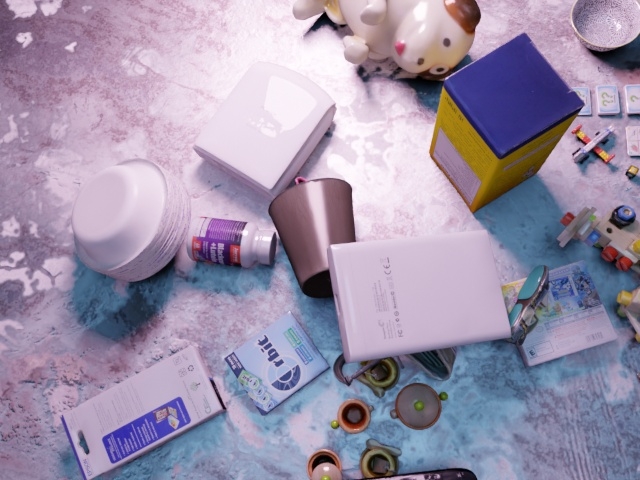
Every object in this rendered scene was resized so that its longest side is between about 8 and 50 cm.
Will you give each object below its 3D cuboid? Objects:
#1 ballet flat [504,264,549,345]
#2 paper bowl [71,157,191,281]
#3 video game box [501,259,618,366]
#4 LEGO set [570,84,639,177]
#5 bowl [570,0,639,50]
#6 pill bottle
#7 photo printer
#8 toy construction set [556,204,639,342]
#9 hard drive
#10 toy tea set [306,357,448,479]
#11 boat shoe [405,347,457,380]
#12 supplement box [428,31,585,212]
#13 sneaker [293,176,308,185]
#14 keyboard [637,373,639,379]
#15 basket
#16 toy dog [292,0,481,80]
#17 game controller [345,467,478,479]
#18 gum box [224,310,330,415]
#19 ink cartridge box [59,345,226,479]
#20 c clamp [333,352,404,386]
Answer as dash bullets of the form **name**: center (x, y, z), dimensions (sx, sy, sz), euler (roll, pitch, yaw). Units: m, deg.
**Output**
- **ballet flat**: center (0.453, 0.144, 1.317), dimensions (0.070, 0.070, 0.188), euler (32, 81, 12)
- **paper bowl**: center (-0.453, -0.058, 1.403), dimensions (0.285, 0.148, 0.284), euler (-11, 65, 25)
- **video game box**: center (0.519, 0.162, 1.354), dimensions (0.205, 0.048, 0.186), euler (-17, 76, 0)
- **LEGO set**: center (0.694, -0.268, 1.454), dimensions (0.183, 0.060, 0.244), euler (1, 75, 9)
- **bowl**: center (0.697, -0.531, 1.513), dimensions (0.170, 0.080, 0.169), euler (-1, 74, 4)
- **pill bottle**: center (-0.205, 0.006, 1.428), dimensions (0.194, 0.108, 0.108), euler (7, 75, 7)
- **photo printer**: center (-0.126, -0.283, 1.502), dimensions (0.256, 0.107, 0.307), euler (32, 80, 13)
- **toy construction set**: center (0.655, 0.044, 1.323), dimensions (0.215, 0.151, 0.327), euler (-44, 88, -16)
- **hard drive**: center (0.201, 0.107, 1.240), dimensions (0.354, 0.047, 0.232), euler (-6, 77, -17)
- **toy tea set**: center (0.111, 0.400, 1.283), dimensions (0.200, 0.124, 0.336), euler (31, 79, 12)
- **boat shoe**: center (0.183, 0.178, 1.286), dimensions (0.302, 0.094, 0.109), euler (40, 116, -14)
- **supplement box**: center (0.379, -0.235, 1.315), dimensions (0.195, 0.356, 0.194), euler (-31, 75, -4)
- **sneaker**: center (-0.018, -0.114, 1.473), dimensions (0.119, 0.057, 0.047), euler (36, 78, 12)
- **keyboard**: center (0.792, 0.363, 1.283), dimensions (0.202, 0.033, 0.316), euler (-5, 73, 4)
- **basket**: center (0.000, 0.000, 1.358), dimensions (0.205, 0.154, 0.226), euler (-20, 57, 9)
- **toy dog**: center (0.188, -0.562, 1.497), dimensions (0.396, 0.284, 0.408), euler (-28, 68, -41)
- **game controller**: center (0.163, 0.542, 1.236), dimensions (0.320, 0.166, 0.067), euler (-7, 34, 2)
- **gum box**: center (-0.097, 0.277, 1.379), dimensions (0.184, 0.041, 0.157), euler (-36, 75, -6)
- **ink cartridge box**: center (-0.394, 0.385, 1.364), dimensions (0.333, 0.065, 0.165), euler (-27, 74, -4)
- **c clamp**: center (0.096, 0.263, 1.326), dimensions (0.161, 0.022, 0.137), euler (-34, 33, 14)
